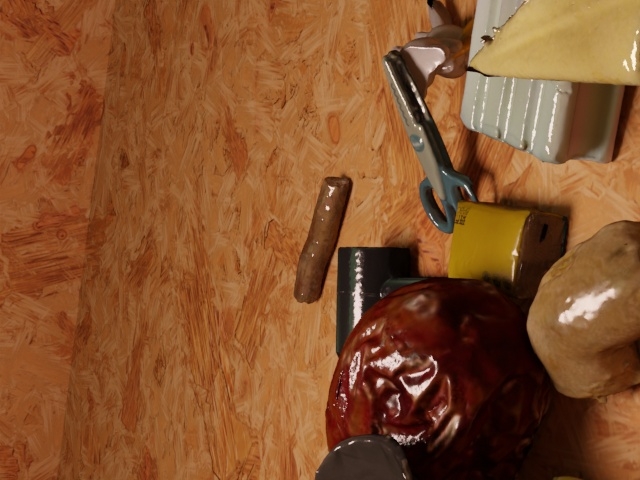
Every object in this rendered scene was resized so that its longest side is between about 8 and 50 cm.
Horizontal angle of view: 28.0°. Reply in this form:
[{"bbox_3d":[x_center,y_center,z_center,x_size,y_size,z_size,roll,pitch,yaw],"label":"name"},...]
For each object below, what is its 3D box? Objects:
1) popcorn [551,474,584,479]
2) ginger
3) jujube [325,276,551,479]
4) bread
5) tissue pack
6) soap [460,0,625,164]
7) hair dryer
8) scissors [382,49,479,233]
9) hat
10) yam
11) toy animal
[{"bbox_3d":[0.289,0.354,1.553,0.126,0.126,0.145,-157,91,-84],"label":"popcorn"},{"bbox_3d":[0.334,0.072,1.499,0.138,0.152,0.267,-72,4,-48],"label":"ginger"},{"bbox_3d":[0.148,0.215,1.688,0.276,0.277,0.376,-118,36,-45],"label":"jujube"},{"bbox_3d":[0.383,-0.261,1.260,0.405,0.346,0.242,-145,55,-67],"label":"bread"},{"bbox_3d":[0.247,0.011,1.725,0.169,0.082,0.119,16,99,62],"label":"tissue pack"},{"bbox_3d":[0.291,-0.286,1.602,0.208,0.115,0.346,32,121,55],"label":"soap"},{"bbox_3d":[0.135,0.129,1.923,0.302,0.116,0.244,-3,87,55],"label":"hair dryer"},{"bbox_3d":[0.154,-0.138,1.841,0.138,0.041,0.289,4,119,63],"label":"scissors"},{"bbox_3d":[0.166,0.407,1.586,0.366,0.257,0.381,4,101,56],"label":"hat"},{"bbox_3d":[0.000,0.000,2.240,0.057,0.057,0.241,49,130,54],"label":"yam"},{"bbox_3d":[0.177,-0.296,1.881,0.127,0.182,0.131,33,129,13],"label":"toy animal"}]
